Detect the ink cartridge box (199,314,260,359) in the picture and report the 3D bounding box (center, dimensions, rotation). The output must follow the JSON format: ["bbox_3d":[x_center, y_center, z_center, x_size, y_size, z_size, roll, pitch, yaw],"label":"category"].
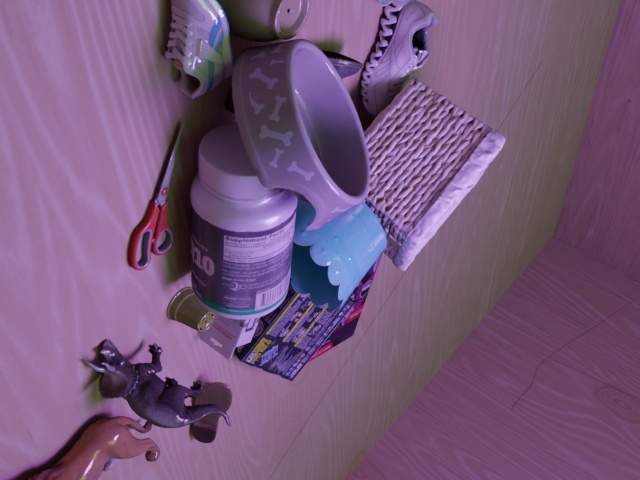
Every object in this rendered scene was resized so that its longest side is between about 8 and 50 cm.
[{"bbox_3d":[-0.194,0.165,1.952,0.060,0.104,0.180,-13,131,-58],"label":"ink cartridge box"}]

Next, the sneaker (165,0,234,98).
[{"bbox_3d":[-0.204,-0.325,1.398,0.092,0.087,0.229,-45,150,-22],"label":"sneaker"}]

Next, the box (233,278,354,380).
[{"bbox_3d":[-0.067,0.214,2.181,0.270,0.060,0.216,-52,138,7],"label":"box"}]

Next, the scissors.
[{"bbox_3d":[-0.299,-0.073,1.587,0.109,0.021,0.297,-29,144,-44],"label":"scissors"}]

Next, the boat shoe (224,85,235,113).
[{"bbox_3d":[-0.138,-0.293,1.605,0.125,0.046,0.038,-55,161,14],"label":"boat shoe"}]

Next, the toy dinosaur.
[{"bbox_3d":[-0.333,0.316,1.758,0.121,0.313,0.160,-42,-170,32],"label":"toy dinosaur"}]

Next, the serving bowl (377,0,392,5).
[{"bbox_3d":[0.140,-0.544,1.844,0.083,0.027,0.083,-41,150,-31],"label":"serving bowl"}]

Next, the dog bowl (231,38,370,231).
[{"bbox_3d":[-0.021,-0.195,1.533,0.102,0.349,0.348,-19,166,22],"label":"dog bowl"}]

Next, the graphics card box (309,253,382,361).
[{"bbox_3d":[0.046,0.137,2.374,0.232,0.094,0.371,-22,136,-51],"label":"graphics card box"}]

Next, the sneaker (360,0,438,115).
[{"bbox_3d":[0.177,-0.407,1.968,0.110,0.118,0.292,-30,144,-49],"label":"sneaker"}]

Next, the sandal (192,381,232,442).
[{"bbox_3d":[-0.268,0.402,2.154,0.079,0.088,0.240,-78,-174,-51],"label":"sandal"}]

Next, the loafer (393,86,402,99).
[{"bbox_3d":[0.177,-0.358,2.123,0.045,0.039,0.125,-81,-179,-46],"label":"loafer"}]

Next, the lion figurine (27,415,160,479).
[{"bbox_3d":[-0.487,0.473,1.770,0.392,0.142,0.240,-58,151,-35],"label":"lion figurine"}]

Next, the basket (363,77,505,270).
[{"bbox_3d":[0.214,-0.154,2.042,0.331,0.266,0.328,-48,172,-10],"label":"basket"}]

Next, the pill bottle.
[{"bbox_3d":[-0.151,-0.035,1.684,0.204,0.204,0.361,-37,147,-38],"label":"pill bottle"}]

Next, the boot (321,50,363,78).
[{"bbox_3d":[-0.009,-0.289,1.809,0.189,0.076,0.209,-6,118,-42],"label":"boot"}]

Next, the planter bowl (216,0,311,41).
[{"bbox_3d":[-0.085,-0.411,1.490,0.162,0.109,0.162,-42,150,-31],"label":"planter bowl"}]

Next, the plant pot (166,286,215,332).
[{"bbox_3d":[-0.267,0.153,1.833,0.083,0.079,0.083,-42,150,-31],"label":"plant pot"}]

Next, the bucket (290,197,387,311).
[{"bbox_3d":[0.000,0.000,1.932,0.183,0.281,0.281,-46,153,-20],"label":"bucket"}]
